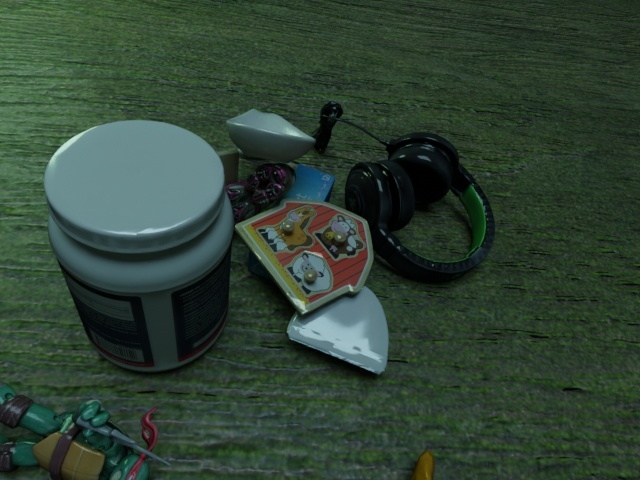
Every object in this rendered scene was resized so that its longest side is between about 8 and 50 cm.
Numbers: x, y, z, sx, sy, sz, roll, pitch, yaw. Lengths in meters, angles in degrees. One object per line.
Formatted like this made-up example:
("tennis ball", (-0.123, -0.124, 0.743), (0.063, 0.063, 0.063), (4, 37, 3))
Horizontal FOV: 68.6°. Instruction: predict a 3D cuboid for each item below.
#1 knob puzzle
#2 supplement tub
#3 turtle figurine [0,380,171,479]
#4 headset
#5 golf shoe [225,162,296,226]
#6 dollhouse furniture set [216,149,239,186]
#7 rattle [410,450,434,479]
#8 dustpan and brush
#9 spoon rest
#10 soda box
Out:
("knob puzzle", (0.000, 0.000, 0.699), (0.212, 0.030, 0.213), (9, 51, -11))
("supplement tub", (-0.202, 0.018, 0.561), (0.190, 0.272, 0.191), (7, 49, -8))
("turtle figurine", (-0.266, 0.226, 0.482), (0.233, 0.118, 0.176), (19, 89, 5))
("headset", (0.130, -0.093, 0.854), (0.243, 0.185, 0.394), (-35, 80, -31))
("golf shoe", (-0.120, -0.066, 0.758), (0.068, 0.185, 0.086), (67, 19, -2))
("dollhouse furniture set", (-0.230, -0.137, 0.784), (0.143, 0.123, 0.151), (-13, 54, -23))
("rattle", (0.030, 0.292, 0.524), (0.199, 0.130, 0.143), (-11, 37, 12))
("dustpan and brush", (0.047, 0.091, 0.712), (0.147, 0.060, 0.211), (21, 56, 3))
("spoon rest", (-0.093, -0.177, 0.773), (0.137, 0.084, 0.276), (7, 8, -17))
("soda box", (-0.044, -0.032, 0.777), (0.071, 0.067, 0.210), (21, 49, 5))
